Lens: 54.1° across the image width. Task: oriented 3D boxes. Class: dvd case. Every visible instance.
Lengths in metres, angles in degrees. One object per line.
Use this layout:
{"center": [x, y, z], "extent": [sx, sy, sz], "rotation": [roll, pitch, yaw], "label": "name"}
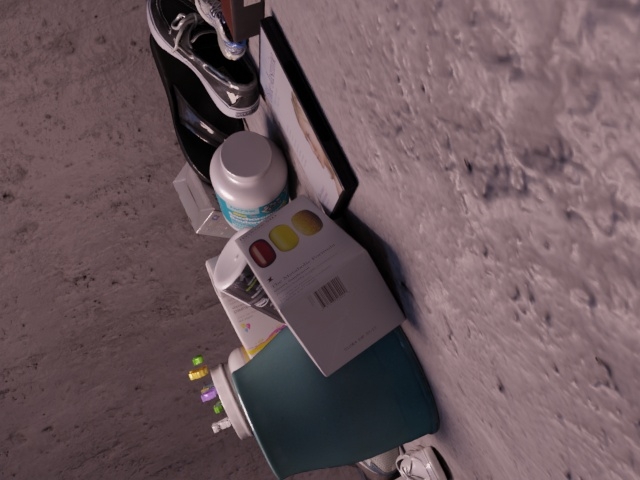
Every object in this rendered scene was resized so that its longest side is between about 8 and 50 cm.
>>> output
{"center": [-0.025, -0.159, 0.873], "extent": [0.253, 0.022, 0.180], "rotation": [64, 171, 8], "label": "dvd case"}

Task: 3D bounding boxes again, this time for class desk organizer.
{"center": [-0.105, -0.321, 0.831], "extent": [0.130, 0.047, 0.050], "rotation": [120, 127, -79], "label": "desk organizer"}

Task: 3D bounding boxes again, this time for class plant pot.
{"center": [0.007, 0.235, 0.994], "extent": [0.272, 0.255, 0.272], "rotation": [63, 171, 18], "label": "plant pot"}

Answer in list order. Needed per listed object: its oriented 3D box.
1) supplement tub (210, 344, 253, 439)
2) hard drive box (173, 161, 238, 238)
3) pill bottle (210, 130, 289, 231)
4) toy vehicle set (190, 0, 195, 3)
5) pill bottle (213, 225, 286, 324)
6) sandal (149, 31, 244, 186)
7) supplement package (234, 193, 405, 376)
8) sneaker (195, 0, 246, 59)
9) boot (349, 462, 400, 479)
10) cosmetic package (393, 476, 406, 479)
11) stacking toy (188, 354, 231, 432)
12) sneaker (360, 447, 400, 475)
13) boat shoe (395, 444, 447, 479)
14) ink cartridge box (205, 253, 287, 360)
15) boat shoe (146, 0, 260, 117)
{"center": [-0.098, 0.357, 1.656], "extent": [0.241, 0.331, 0.241], "rotation": [62, 170, 19], "label": "supplement tub"}
{"center": [-0.232, -0.097, 1.596], "extent": [0.232, 0.089, 0.181], "rotation": [9, -139, -46], "label": "hard drive box"}
{"center": [-0.135, -0.113, 1.221], "extent": [0.146, 0.146, 0.264], "rotation": [63, 171, 15], "label": "pill bottle"}
{"center": [-0.259, -0.483, 1.302], "extent": [0.166, 0.035, 0.267], "rotation": [61, 170, 27], "label": "toy vehicle set"}
{"center": [-0.065, 0.085, 1.165], "extent": [0.245, 0.130, 0.130], "rotation": [32, -173, -28], "label": "pill bottle"}
{"center": [-0.277, -0.320, 1.481], "extent": [0.107, 0.167, 0.446], "rotation": [-11, 104, 62], "label": "sandal"}
{"center": [-0.011, 0.053, 0.906], "extent": [0.134, 0.139, 0.244], "rotation": [58, 173, -29], "label": "supplement package"}
{"center": [-0.158, -0.368, 1.027], "extent": [0.135, 0.052, 0.058], "rotation": [59, 162, -8], "label": "sneaker"}
{"center": [0.101, 0.518, 1.718], "extent": [0.338, 0.118, 0.223], "rotation": [11, 123, 65], "label": "boot"}
{"center": [0.140, 0.619, 1.022], "extent": [0.330, 0.327, 0.394], "rotation": [63, 172, 10], "label": "cosmetic package"}
{"center": [-0.291, 0.399, 1.678], "extent": [0.221, 0.052, 0.167], "rotation": [-168, 55, -82], "label": "stacking toy"}
{"center": [0.094, 0.384, 1.356], "extent": [0.283, 0.110, 0.122], "rotation": [65, 167, 3], "label": "sneaker"}
{"center": [0.169, 0.395, 1.092], "extent": [0.066, 0.063, 0.184], "rotation": [64, 171, 5], "label": "boat shoe"}
{"center": [-0.087, 0.140, 1.366], "extent": [0.131, 0.226, 0.306], "rotation": [56, 168, 48], "label": "ink cartridge box"}
{"center": [-0.213, -0.357, 1.118], "extent": [0.306, 0.113, 0.105], "rotation": [56, 160, 17], "label": "boat shoe"}
